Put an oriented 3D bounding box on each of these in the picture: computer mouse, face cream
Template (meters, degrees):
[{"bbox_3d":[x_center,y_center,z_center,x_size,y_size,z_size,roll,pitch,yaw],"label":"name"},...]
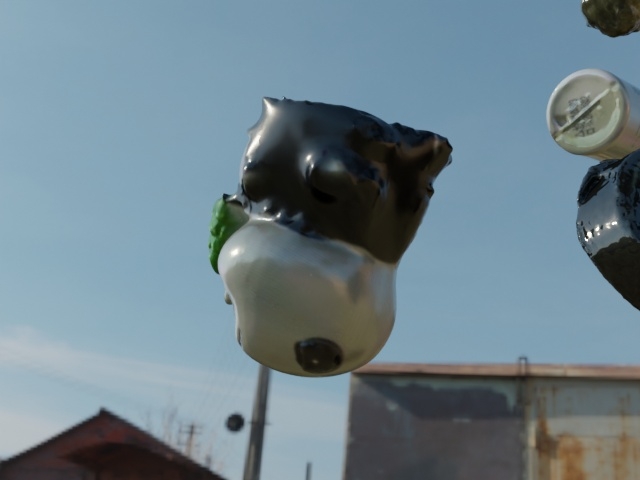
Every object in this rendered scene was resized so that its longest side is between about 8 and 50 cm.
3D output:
[{"bbox_3d":[0.353,0.023,0.804,0.295,0.168,0.087,25,-43,10],"label":"computer mouse"},{"bbox_3d":[0.359,-0.120,1.076,0.092,0.092,0.311,-12,-11,36],"label":"face cream"}]

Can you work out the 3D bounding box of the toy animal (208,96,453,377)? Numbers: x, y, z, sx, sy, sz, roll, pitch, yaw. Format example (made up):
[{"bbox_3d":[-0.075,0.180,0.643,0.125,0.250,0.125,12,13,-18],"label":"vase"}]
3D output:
[{"bbox_3d":[-0.009,-0.002,0.945,0.212,0.267,0.212,20,-3,1],"label":"toy animal"}]

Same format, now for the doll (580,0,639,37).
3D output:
[{"bbox_3d":[0.283,-0.293,0.681,0.202,0.091,0.286,-28,-39,-35],"label":"doll"}]
